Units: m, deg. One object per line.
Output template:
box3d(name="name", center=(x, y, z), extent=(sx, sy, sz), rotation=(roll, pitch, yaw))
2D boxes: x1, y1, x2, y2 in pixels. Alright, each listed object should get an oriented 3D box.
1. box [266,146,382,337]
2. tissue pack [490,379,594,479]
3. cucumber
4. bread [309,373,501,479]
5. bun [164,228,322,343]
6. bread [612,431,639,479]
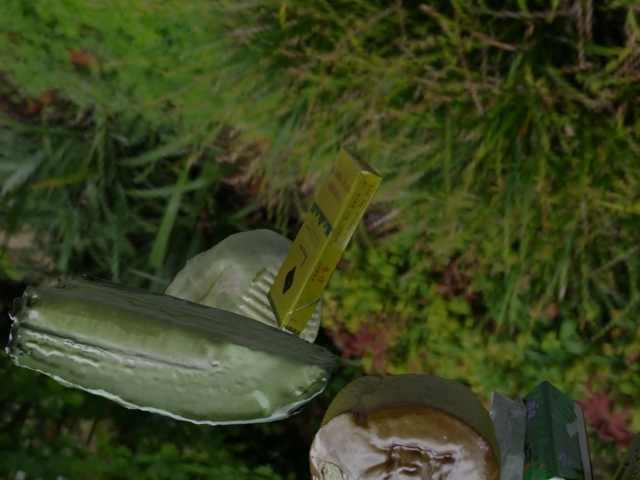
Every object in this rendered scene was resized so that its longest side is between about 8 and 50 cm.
box3d(name="box", center=(0.000, -0.001, 1.706), extent=(0.041, 0.279, 0.153), rotation=(23, -168, -18))
box3d(name="tissue pack", center=(0.331, 0.342, 1.758), extent=(0.156, 0.209, 0.148), rotation=(35, 123, -19))
box3d(name="cucumber", center=(-0.143, 0.121, 1.131), extent=(0.325, 0.105, 0.145), rotation=(12, -172, 10))
box3d(name="bread", center=(0.117, 0.302, 1.479), extent=(0.270, 0.269, 0.148), rotation=(18, -150, 3))
box3d(name="bun", center=(-0.155, 0.129, 2.104), extent=(0.213, 0.361, 0.361), rotation=(30, 176, 34))
box3d(name="bread", center=(0.492, 0.441, 1.678), extent=(0.112, 0.383, 0.166), rotation=(44, 150, -11))
